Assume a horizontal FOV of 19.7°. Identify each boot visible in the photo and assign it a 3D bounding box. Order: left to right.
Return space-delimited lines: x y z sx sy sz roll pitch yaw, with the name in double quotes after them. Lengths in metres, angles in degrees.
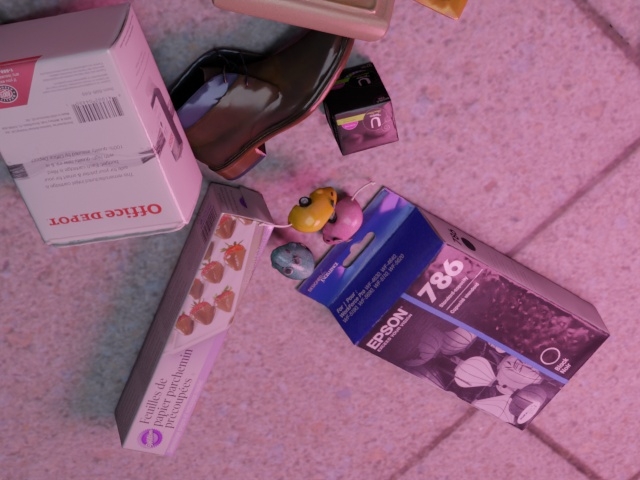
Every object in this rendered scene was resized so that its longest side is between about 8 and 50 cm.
-0.065 -0.159 1.835 0.106 0.082 0.219 30 114 -32 "boot"

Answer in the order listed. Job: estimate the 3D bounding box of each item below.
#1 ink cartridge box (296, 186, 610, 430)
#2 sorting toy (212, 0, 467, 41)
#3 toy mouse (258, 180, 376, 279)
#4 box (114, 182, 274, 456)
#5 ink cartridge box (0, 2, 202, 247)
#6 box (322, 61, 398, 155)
0.152 0.083 2.068 0.333 0.065 0.165 28 113 -28 "ink cartridge box"
0.005 -0.296 1.748 0.348 0.047 0.196 10 100 -21 "sorting toy"
0.000 0.000 1.961 0.161 0.031 0.143 -32 150 -28 "toy mouse"
-0.139 0.089 1.994 0.063 0.067 0.324 12 119 -22 "box"
-0.226 -0.109 1.794 0.158 0.092 0.218 -7 126 17 "ink cartridge box"
0.038 -0.134 1.876 0.062 0.083 0.052 -15 126 -4 "box"
